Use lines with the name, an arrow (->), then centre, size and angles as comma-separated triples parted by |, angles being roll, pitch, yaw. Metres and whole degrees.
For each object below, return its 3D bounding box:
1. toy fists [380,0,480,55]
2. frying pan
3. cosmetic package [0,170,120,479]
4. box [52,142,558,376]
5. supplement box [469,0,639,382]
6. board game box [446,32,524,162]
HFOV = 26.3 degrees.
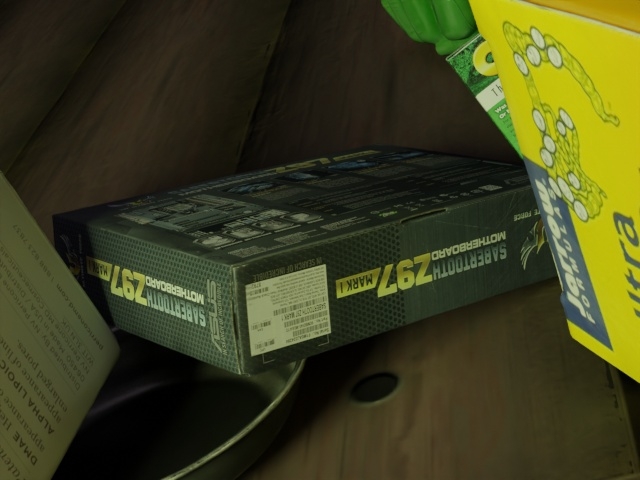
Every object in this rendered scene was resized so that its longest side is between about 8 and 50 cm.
toy fists -> 0.160, -0.198, 1.071 | 0.142, 0.096, 0.279 | -21, 19, -32
frying pan -> -0.141, 0.089, 0.752 | 0.326, 0.053, 0.197 | 1, 31, 45
cosmetic package -> -0.265, 0.131, 0.572 | 0.217, 0.156, 0.385 | -16, 30, 28
box -> 0.000, 0.000, 0.742 | 0.233, 0.059, 0.183 | -14, 17, -35
supplement box -> 0.279, -0.082, 0.594 | 0.357, 0.194, 0.195 | -26, 24, -11
board game box -> 0.210, -0.132, 0.766 | 0.260, 0.030, 0.136 | -38, 65, 12
